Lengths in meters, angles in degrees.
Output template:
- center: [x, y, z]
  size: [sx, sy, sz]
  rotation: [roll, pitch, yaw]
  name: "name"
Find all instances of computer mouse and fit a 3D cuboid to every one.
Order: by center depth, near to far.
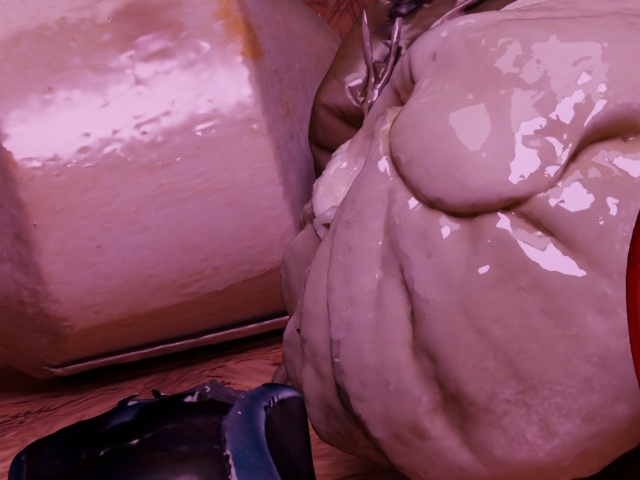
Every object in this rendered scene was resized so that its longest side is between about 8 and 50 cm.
- center: [-0.066, 0.111, 0.763]
  size: [0.137, 0.096, 0.233]
  rotation: [-13, 12, -1]
  name: "computer mouse"

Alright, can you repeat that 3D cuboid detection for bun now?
- center: [0.078, -0.004, 0.844]
  size: [0.160, 0.259, 0.259]
  rotation: [27, -8, -26]
  name: "bun"

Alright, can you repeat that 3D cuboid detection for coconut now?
- center: [-0.120, -0.062, 1.217]
  size: [0.323, 0.323, 0.323]
  rotation: [-12, 11, 2]
  name: "coconut"

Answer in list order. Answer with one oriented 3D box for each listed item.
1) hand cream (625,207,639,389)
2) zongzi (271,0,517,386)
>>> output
- center: [0.204, 0.032, 0.626]
  size: [0.125, 0.193, 0.193]
  rotation: [-19, 13, -25]
  name: "hand cream"
- center: [0.252, -0.074, 1.089]
  size: [0.467, 0.218, 0.500]
  rotation: [2, 21, 30]
  name: "zongzi"
